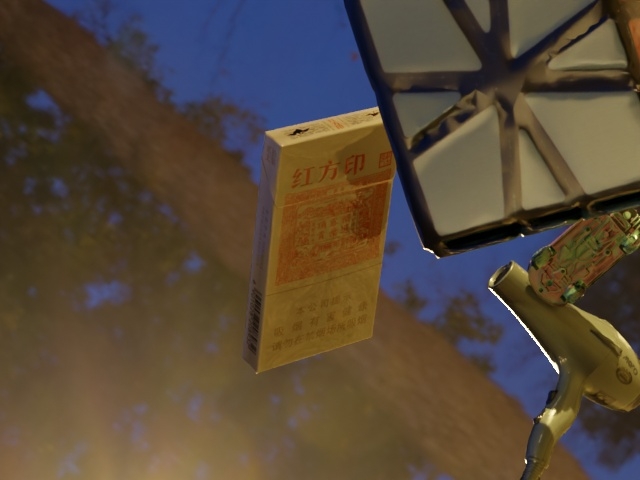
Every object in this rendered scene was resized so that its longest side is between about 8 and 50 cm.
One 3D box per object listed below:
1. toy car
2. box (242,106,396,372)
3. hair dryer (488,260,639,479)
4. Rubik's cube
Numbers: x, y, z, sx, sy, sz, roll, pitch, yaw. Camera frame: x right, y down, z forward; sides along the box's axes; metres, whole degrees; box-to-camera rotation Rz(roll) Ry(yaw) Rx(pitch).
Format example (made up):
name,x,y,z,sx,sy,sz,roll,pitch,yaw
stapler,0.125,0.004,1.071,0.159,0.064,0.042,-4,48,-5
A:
name,x,y,z,sx,sy,sz,roll,pitch,yaw
toy car,0.290,0.011,1.774,0.142,0.069,0.055,-41,4,4
box,0.001,0.000,2.222,0.205,0.051,0.365,-15,-53,-31
hair dryer,0.244,0.132,1.792,0.225,0.219,0.088,-32,-1,-34
Rubik's cube,0.235,-0.169,1.574,0.283,0.288,0.293,-19,-89,-55
